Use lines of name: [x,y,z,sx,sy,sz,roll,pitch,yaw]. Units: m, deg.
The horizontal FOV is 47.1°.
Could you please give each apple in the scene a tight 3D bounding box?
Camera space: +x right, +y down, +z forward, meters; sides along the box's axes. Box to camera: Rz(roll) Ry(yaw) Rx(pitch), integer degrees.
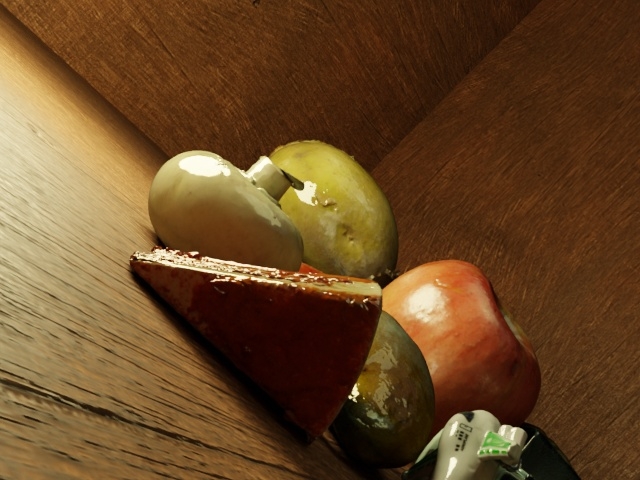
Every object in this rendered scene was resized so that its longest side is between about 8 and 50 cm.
apple: [0.226,0.230,1.400,0.364,0.364,0.364,45,-1,1]

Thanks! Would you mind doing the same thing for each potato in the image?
potato: [0.000,0.000,1.779,0.442,0.386,0.319,55,5,-21]

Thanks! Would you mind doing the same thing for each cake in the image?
cake: [-0.049,0.052,0.754,0.262,0.159,0.158,43,2,-2]

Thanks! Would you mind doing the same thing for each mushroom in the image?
mushroom: [-0.118,-0.032,1.035,0.246,0.202,0.246,41,-12,11]

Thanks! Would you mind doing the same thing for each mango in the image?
mango: [0.063,0.184,0.937,0.193,0.146,0.316,41,9,-10]

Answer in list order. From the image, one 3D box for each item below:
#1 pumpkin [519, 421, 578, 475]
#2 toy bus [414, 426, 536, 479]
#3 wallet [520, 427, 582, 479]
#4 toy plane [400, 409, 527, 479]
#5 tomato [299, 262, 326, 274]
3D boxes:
pumpkin: [0.419,0.503,1.446,0.320,0.192,0.320,54,-3,5]
toy bus: [0.223,0.350,0.983,0.165,0.133,0.271,40,-4,-3]
wallet: [0.425,0.514,1.268,0.379,0.191,0.046,47,-16,-9]
toy plane: [0.164,0.263,0.862,0.080,0.174,0.174,51,-2,-6]
tomato: [-0.015,0.099,1.232,0.225,0.085,0.225,27,-20,11]
